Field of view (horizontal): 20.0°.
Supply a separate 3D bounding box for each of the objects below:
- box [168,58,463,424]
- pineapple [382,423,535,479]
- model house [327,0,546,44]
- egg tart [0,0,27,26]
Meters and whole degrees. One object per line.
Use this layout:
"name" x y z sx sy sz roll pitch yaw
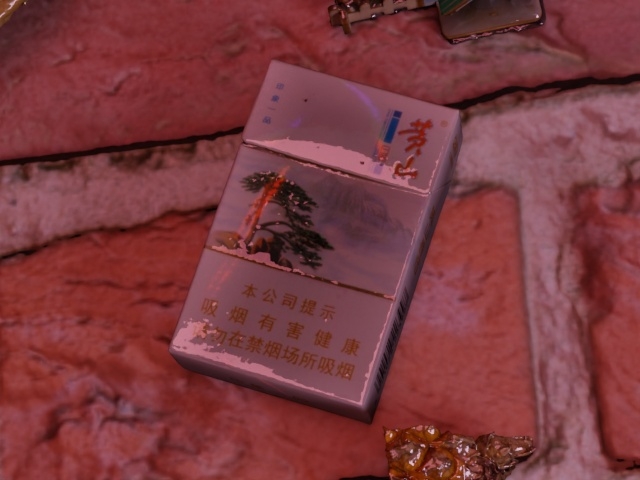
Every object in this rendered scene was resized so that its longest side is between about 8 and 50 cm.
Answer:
"box" 0.001 -0.001 1.313 0.149 0.067 0.233 16 75 10
"pineapple" 0.094 0.161 1.264 0.114 0.077 0.114 -18 106 -11
"model house" 0.108 -0.259 1.307 0.271 0.206 0.178 -8 72 3
"egg tart" -0.314 -0.246 1.396 0.288 0.118 0.288 -2 72 7
